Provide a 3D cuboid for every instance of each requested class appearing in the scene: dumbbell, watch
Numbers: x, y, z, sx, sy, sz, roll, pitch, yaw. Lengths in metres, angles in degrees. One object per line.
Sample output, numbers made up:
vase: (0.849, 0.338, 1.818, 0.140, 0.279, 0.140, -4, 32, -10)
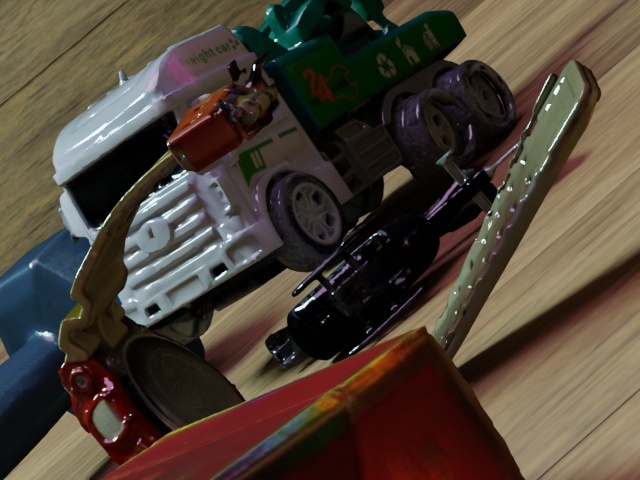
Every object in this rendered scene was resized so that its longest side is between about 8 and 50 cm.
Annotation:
dumbbell: (-0.223, 0.130, 1.191, 0.325, 0.144, 0.160, -46, 9, -38)
watch: (-0.008, 0.003, 0.810, 0.268, 0.165, 0.102, -60, 1, 22)

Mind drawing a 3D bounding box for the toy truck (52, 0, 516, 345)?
toy truck: (-0.021, -0.074, 1.190, 0.176, 0.178, 0.363, -32, 6, 37)

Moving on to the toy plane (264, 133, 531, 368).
toy plane: (0.045, 0.005, 1.018, 0.197, 0.053, 0.078, -43, -1, 3)

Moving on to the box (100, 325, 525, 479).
box: (-0.096, 0.155, 0.584, 0.313, 0.089, 0.197, -33, 2, -38)
